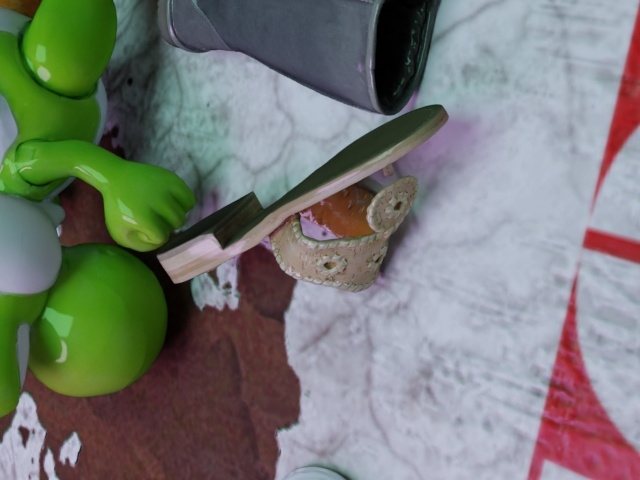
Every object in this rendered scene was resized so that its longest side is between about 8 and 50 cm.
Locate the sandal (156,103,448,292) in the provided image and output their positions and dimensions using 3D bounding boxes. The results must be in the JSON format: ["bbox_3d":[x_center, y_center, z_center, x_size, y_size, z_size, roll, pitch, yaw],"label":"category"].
[{"bbox_3d":[0.003,-0.003,0.709,0.240,0.088,0.079,-23,105,40],"label":"sandal"}]

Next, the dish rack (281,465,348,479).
[{"bbox_3d":[0.005,0.333,0.680,0.333,0.072,0.285,45,117,34],"label":"dish rack"}]

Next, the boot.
[{"bbox_3d":[-0.019,-0.185,0.725,0.208,0.076,0.190,21,117,49],"label":"boot"}]

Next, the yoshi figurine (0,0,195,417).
[{"bbox_3d":[-0.182,-0.040,0.844,0.203,0.203,0.362,4,73,4],"label":"yoshi figurine"}]
